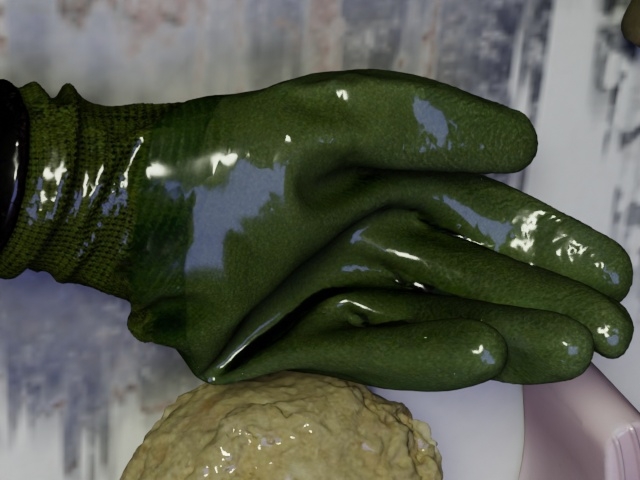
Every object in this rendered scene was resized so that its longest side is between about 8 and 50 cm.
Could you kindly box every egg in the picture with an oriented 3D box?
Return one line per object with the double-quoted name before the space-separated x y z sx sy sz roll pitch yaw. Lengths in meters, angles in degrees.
"egg" -0.018 0.110 0.692 0.140 0.118 0.116 -8 135 -10

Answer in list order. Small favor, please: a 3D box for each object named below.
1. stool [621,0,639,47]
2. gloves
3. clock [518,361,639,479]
"stool" 0.245 -0.124 0.618 0.272 0.272 0.178 -15 133 -17
"gloves" -0.006 -0.004 0.648 0.268 0.107 0.135 13 102 -11
"clock" 0.124 0.190 0.819 0.275 0.080 0.290 -18 120 -15
